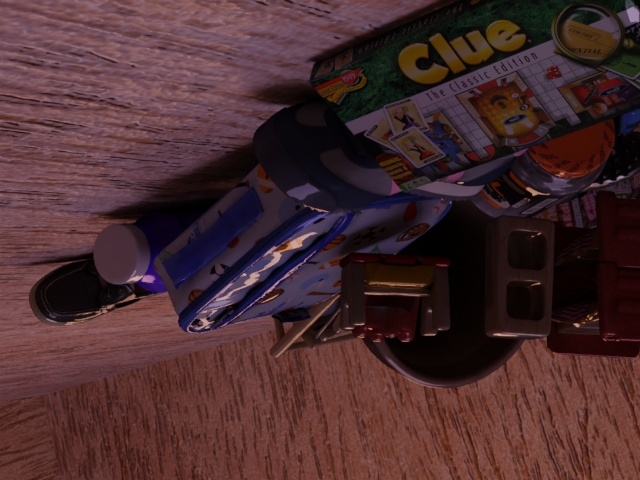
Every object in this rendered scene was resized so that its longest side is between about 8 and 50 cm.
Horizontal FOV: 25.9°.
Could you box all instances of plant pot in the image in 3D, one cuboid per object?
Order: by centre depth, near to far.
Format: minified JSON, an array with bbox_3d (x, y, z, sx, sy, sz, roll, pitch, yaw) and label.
[{"bbox_3d":[0.119,0.038,1.794,0.263,0.263,0.229,-10,-165,-26],"label":"plant pot"}]

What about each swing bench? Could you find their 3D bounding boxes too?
[{"bbox_3d":[0.073,0.066,2.168,0.253,0.165,0.255,-8,170,-39],"label":"swing bench"}]

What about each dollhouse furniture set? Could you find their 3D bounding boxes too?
[{"bbox_3d":[0.198,0.033,1.460,0.374,0.152,0.201,4,171,-9],"label":"dollhouse furniture set"}]

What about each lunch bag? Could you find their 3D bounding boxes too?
[{"bbox_3d":[-0.028,-0.005,1.449,0.243,0.115,0.303,-11,158,-44],"label":"lunch bag"}]

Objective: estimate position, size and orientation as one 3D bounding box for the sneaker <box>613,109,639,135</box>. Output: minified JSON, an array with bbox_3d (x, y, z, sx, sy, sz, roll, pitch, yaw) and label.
[{"bbox_3d":[0.319,-0.152,1.355,0.082,0.069,0.209,-18,172,4],"label":"sneaker"}]

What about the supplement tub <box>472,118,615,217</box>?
[{"bbox_3d":[0.224,-0.092,1.440,0.117,0.117,0.190,-12,172,-14],"label":"supplement tub"}]

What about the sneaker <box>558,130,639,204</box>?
[{"bbox_3d":[0.324,-0.093,1.761,0.234,0.078,0.106,-15,169,38],"label":"sneaker"}]

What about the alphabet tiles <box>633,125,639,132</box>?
[{"bbox_3d":[0.480,-0.152,1.895,0.343,0.011,0.285,-14,173,-3],"label":"alphabet tiles"}]

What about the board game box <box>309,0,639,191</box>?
[{"bbox_3d":[0.131,-0.124,1.047,0.260,0.136,0.030,-20,-145,35],"label":"board game box"}]

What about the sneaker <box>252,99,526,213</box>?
[{"bbox_3d":[0.079,-0.103,1.227,0.319,0.112,0.131,-10,155,-49],"label":"sneaker"}]

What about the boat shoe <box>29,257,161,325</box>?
[{"bbox_3d":[-0.262,0.048,1.763,0.224,0.080,0.073,-15,169,-43],"label":"boat shoe"}]

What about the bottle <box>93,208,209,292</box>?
[{"bbox_3d":[-0.143,0.011,1.614,0.118,0.092,0.283,-18,172,32],"label":"bottle"}]

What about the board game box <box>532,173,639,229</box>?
[{"bbox_3d":[0.319,-0.021,1.992,0.291,0.141,0.232,-9,175,-25],"label":"board game box"}]
